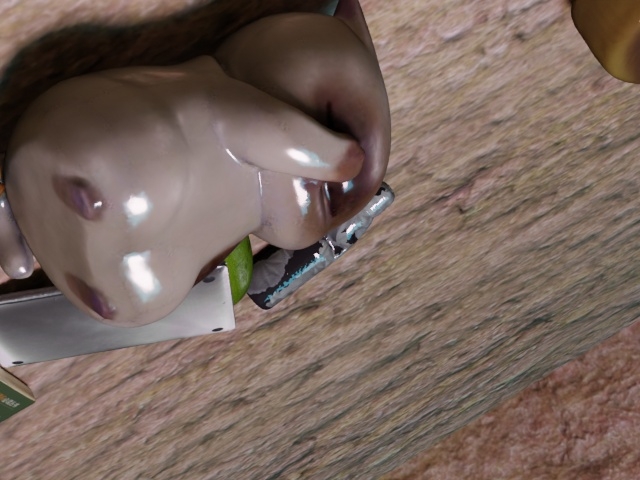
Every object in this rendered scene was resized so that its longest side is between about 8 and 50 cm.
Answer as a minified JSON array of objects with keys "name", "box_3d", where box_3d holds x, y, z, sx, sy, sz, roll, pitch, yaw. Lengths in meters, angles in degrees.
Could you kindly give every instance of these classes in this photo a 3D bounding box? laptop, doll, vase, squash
[{"name":"laptop","box_3d":[-0.226,0.082,1.498,0.269,0.015,0.188,-9,156,-4]},{"name":"doll","box_3d":[-0.098,-0.068,1.198,0.370,0.226,0.215,-19,120,-17]},{"name":"vase","box_3d":[0.000,0.000,1.659,0.211,0.060,0.060,-38,157,14]},{"name":"squash","box_3d":[-0.116,-0.001,1.479,0.082,0.082,0.292,-28,156,-9]}]

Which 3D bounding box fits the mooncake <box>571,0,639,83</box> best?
[{"name":"mooncake","box_3d":[0.388,-0.269,1.513,0.234,0.117,0.235,-26,160,-11]}]

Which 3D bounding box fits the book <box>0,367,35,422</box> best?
[{"name":"book","box_3d":[-0.467,0.213,1.554,0.264,0.027,0.202,-30,157,-1]}]

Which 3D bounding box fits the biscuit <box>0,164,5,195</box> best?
[{"name":"biscuit","box_3d":[-0.386,0.032,1.091,0.326,0.107,0.326,-48,177,-3]}]
